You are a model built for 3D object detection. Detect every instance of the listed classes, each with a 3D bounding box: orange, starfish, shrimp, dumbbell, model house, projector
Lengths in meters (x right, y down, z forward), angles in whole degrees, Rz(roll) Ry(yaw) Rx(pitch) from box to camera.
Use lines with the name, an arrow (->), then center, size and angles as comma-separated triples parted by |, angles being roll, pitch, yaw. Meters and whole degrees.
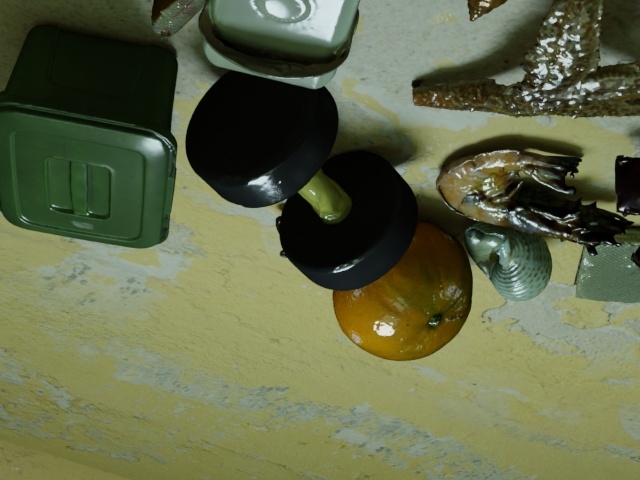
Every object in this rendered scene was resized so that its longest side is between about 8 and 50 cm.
orange -> 0.135, 0.083, 2.128 | 0.171, 0.240, 0.240 | 43, 177, 41
starfish -> 0.328, -0.213, 1.655 | 0.384, 0.132, 0.398 | 6, 155, -5
shrimp -> 0.312, -0.073, 1.968 | 0.289, 0.075, 0.178 | 18, 150, 10
dumbbell -> -0.018, -0.086, 1.882 | 0.204, 0.204, 0.322 | -9, 147, 29
model house -> 0.490, -0.035, 1.861 | 0.164, 0.203, 0.141 | -14, -170, -15
projector -> -0.032, -0.292, 1.470 | 0.163, 0.242, 0.177 | 13, 152, -4

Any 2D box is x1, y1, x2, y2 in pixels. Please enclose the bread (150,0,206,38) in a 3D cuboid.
bread -> -0.173, -0.301, 1.689 | 0.062, 0.109, 0.043 | 43, 176, 46

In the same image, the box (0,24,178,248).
box -> -0.318, -0.141, 1.895 | 0.252, 0.178, 0.329 | 9, 150, -5

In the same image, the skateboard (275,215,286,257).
skateboard -> 0.000, 0.000, 2.158 | 0.151, 0.080, 0.067 | 13, 152, -10

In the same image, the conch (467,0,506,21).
conch -> 0.198, -0.364, 1.452 | 0.109, 0.093, 0.330 | 4, 133, -8

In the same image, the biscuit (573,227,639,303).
biscuit -> 0.466, 0.041, 2.152 | 0.121, 0.040, 0.199 | 3, 150, 6

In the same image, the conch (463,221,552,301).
conch -> 0.289, 0.020, 2.098 | 0.135, 0.102, 0.153 | 20, 141, 37
